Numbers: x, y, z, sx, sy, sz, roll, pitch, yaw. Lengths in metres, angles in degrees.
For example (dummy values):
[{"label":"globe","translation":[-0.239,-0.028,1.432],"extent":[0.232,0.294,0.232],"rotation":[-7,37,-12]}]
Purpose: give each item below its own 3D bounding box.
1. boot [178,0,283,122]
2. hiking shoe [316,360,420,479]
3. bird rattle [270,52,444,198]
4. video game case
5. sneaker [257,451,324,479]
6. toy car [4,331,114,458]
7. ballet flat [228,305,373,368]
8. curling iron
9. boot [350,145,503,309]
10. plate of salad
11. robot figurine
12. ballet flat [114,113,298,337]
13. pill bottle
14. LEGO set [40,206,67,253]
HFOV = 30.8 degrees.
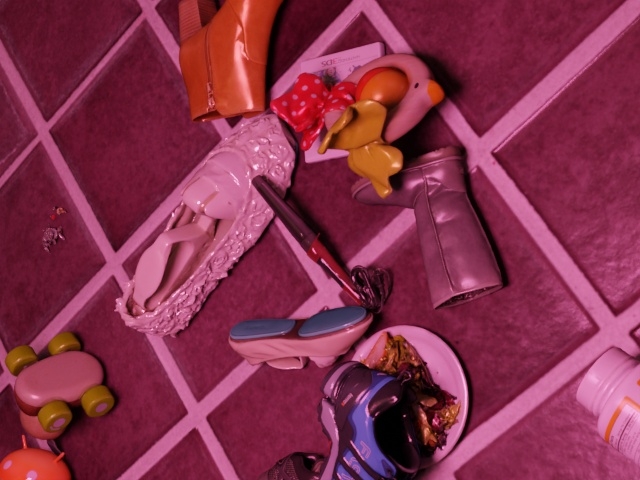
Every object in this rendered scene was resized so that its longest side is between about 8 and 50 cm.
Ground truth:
[{"label":"boot","translation":[-0.099,-0.302,1.777],"extent":[0.295,0.104,0.211],"rotation":[-17,81,37]},{"label":"hiking shoe","translation":[0.068,0.315,1.540],"extent":[0.132,0.113,0.304],"rotation":[7,107,45]},{"label":"bird rattle","translation":[0.064,-0.177,1.612],"extent":[0.207,0.143,0.253],"rotation":[-36,29,-1]},{"label":"video game case","translation":[0.035,-0.201,1.713],"extent":[0.143,0.019,0.157],"rotation":[-9,80,33]},{"label":"sneaker","translation":[0.005,0.393,1.627],"extent":[0.130,0.087,0.227],"rotation":[-46,57,29]},{"label":"toy car","translation":[-0.442,0.279,1.945],"extent":[0.155,0.149,0.188],"rotation":[50,141,31]},{"label":"ballet flat","translation":[-0.020,0.147,1.685],"extent":[0.248,0.086,0.086],"rotation":[-7,81,35]},{"label":"curling iron","translation":[0.000,0.000,1.676],"extent":[0.274,0.035,0.068],"rotation":[44,118,17]},{"label":"boot","translation":[0.143,-0.007,1.596],"extent":[0.189,0.076,0.209],"rotation":[-19,81,33]},{"label":"plate of salad","translation":[0.110,0.216,1.599],"extent":[0.199,0.048,0.200],"rotation":[-5,82,33]},{"label":"robot figurine","translation":[-0.490,0.440,1.934],"extent":[0.158,0.128,0.219],"rotation":[27,101,65]},{"label":"ballet flat","translation":[-0.180,-0.015,1.772],"extent":[0.147,0.147,0.409],"rotation":[42,107,30]},{"label":"pill bottle","translation":[0.407,0.219,1.354],"extent":[0.215,0.117,0.117],"rotation":[39,106,31]},{"label":"LEGO set","translation":[-0.470,-0.019,2.033],"extent":[0.054,0.023,0.083],"rotation":[-2,84,34]}]
